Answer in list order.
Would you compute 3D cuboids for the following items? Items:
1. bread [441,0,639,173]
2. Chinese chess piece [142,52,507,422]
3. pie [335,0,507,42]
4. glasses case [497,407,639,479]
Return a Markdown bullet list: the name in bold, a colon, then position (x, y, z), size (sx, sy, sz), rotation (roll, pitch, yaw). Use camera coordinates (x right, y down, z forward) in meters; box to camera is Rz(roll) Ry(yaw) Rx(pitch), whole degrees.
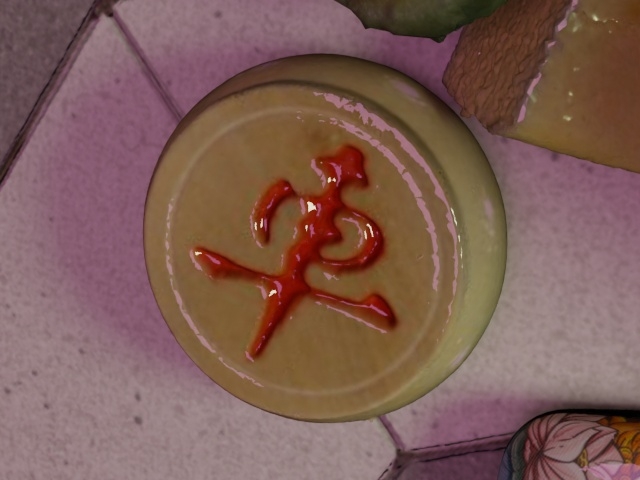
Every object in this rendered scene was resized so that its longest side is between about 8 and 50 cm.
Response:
- **bread**: position (0.211, -0.157, 0.770), size (0.178, 0.135, 0.240), rotation (17, 108, -19)
- **Chinese chess piece**: position (0.000, 0.000, 0.835), size (0.251, 0.097, 0.250), rotation (4, 102, 19)
- **pie**: position (0.044, -0.301, 0.729), size (0.296, 0.078, 0.371), rotation (3, 93, 40)
- **glasses case**: position (0.272, 0.176, 0.783), size (0.321, 0.082, 0.122), rotation (2, 98, 18)
